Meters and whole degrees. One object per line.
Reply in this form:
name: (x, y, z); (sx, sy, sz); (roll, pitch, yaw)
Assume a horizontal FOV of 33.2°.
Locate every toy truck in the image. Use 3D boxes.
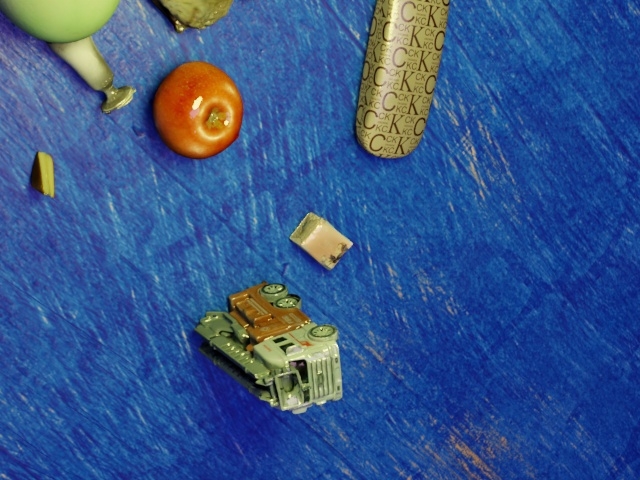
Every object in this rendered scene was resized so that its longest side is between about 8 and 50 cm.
toy truck: (-0.087, 0.202, 1.910); (0.184, 0.338, 0.133); (-16, 115, -23)

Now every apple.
apple: (-0.204, -0.216, 1.806); (0.163, 0.139, 0.163); (-9, 111, -24)

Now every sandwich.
sandwich: (-0.458, -0.101, 1.771); (0.031, 0.044, 0.083); (10, 61, -36)

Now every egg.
egg: (-0.393, -0.424, 1.574); (0.220, 0.220, 0.270); (-20, 122, -21)

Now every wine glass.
wine glass: (-0.370, -0.283, 1.733); (0.072, 0.072, 0.155); (-42, 124, -9)

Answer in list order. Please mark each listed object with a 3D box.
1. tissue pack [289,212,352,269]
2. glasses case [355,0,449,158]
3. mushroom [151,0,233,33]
tissue pack: (0.000, 0.000, 2.050); (0.094, 0.059, 0.074); (38, 90, -33)
glasses case: (0.152, -0.326, 1.994); (0.137, 0.085, 0.355); (1, 108, -28)
mushroom: (-0.150, -0.501, 1.736); (0.344, 0.130, 0.247); (-48, 119, -4)
